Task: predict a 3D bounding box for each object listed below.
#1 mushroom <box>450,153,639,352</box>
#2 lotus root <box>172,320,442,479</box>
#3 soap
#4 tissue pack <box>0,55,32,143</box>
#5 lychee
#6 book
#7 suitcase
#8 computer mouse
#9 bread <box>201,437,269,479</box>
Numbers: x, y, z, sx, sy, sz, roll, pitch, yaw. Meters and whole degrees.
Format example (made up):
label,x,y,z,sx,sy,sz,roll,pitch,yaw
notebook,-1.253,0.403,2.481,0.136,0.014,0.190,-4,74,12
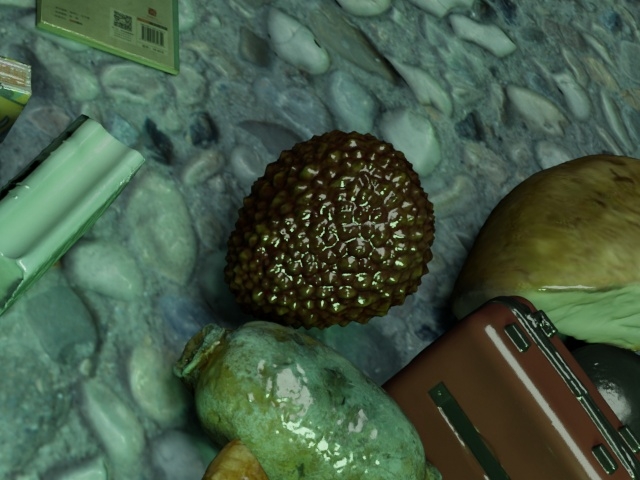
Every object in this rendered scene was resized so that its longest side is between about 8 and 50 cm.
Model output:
label,x,y,z,sx,sy,sz,roll,pitch,yaw
mushroom,0.343,0.001,1.946,0.397,0.224,0.313,2,57,-35
lotus root,-0.002,0.214,1.556,0.349,0.175,0.175,32,43,-11
soap,-0.309,-0.019,1.514,0.094,0.150,0.261,37,43,-2
tissue pack,-0.422,-0.179,1.588,0.148,0.108,0.060,16,51,-26
lychee,0.000,0.000,1.677,0.271,0.271,0.271,21,47,-24
book,-0.292,-0.368,1.903,0.215,0.025,0.282,18,49,-27
suitcase,0.228,0.237,1.663,0.297,0.236,0.161,54,32,12
computer mouse,0.457,0.232,1.947,0.295,0.087,0.168,12,48,-32
bread,-0.084,0.347,1.412,0.134,0.129,0.260,-13,64,-42
